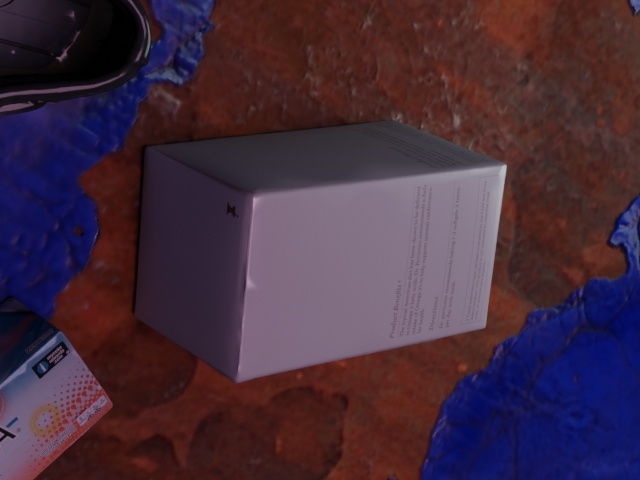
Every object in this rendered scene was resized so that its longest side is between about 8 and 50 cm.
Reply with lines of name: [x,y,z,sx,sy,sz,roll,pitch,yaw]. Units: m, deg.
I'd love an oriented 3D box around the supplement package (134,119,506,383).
supplement package: [0.000,0.000,0.922,0.179,0.105,0.105,-8,113,-37]

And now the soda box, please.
soda box: [-0.199,0.115,0.840,0.183,0.058,0.063,-43,129,-19]

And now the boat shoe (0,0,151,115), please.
boat shoe: [-0.218,-0.114,0.694,0.340,0.113,0.127,15,98,-41]
